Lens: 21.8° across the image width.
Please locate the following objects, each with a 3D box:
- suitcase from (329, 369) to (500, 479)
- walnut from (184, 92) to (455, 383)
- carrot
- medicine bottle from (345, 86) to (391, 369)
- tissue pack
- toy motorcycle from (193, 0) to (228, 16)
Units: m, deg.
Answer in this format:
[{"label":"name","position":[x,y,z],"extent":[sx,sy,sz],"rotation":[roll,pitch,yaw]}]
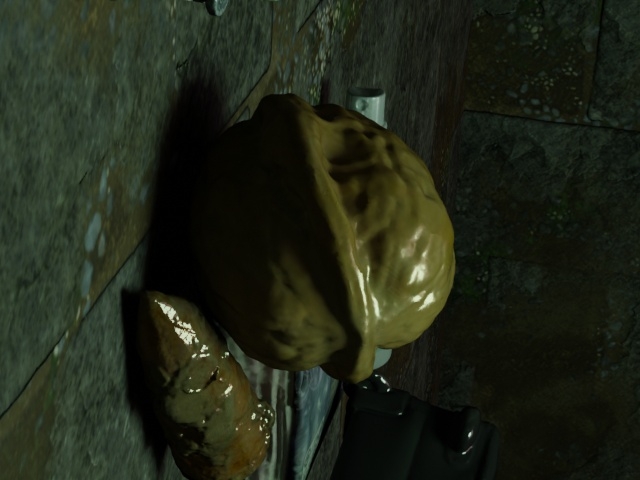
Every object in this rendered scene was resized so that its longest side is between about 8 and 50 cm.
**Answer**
[{"label":"suitcase","position":[0.052,0.357,1.709],"extent":[0.345,0.188,0.339],"rotation":[-71,176,-47]},{"label":"walnut","position":[0.000,0.000,1.421],"extent":[0.257,0.225,0.257],"rotation":[165,-90,-80]},{"label":"carrot","position":[-0.111,0.114,1.407],"extent":[0.263,0.102,0.102],"rotation":[73,27,-53]},{"label":"medicine bottle","position":[0.044,-0.015,2.018],"extent":[0.110,0.110,0.351],"rotation":[-59,155,-64]},{"label":"tissue pack","position":[-0.030,0.104,1.718],"extent":[0.361,0.122,0.259],"rotation":[-68,164,-59]},{"label":"toy motorcycle","position":[-0.102,-0.241,1.191],"extent":[0.229,0.074,0.151],"rotation":[-23,126,-67]}]
